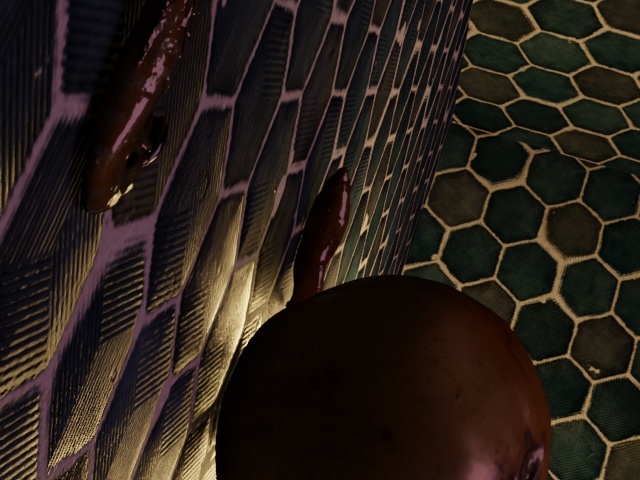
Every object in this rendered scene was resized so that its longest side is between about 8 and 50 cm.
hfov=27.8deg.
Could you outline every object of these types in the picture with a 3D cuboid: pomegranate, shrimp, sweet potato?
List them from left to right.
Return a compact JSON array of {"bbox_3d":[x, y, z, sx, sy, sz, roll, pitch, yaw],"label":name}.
[{"bbox_3d":[-0.101,-0.095,0.795,0.124,0.034,0.178,72,37,-81],"label":"shrimp"},{"bbox_3d":[0.001,0.001,1.637,0.058,0.055,0.202,5,107,-44],"label":"sweet potato"},{"bbox_3d":[0.058,0.241,1.455,0.416,0.416,0.417,17,90,-82],"label":"pomegranate"}]
